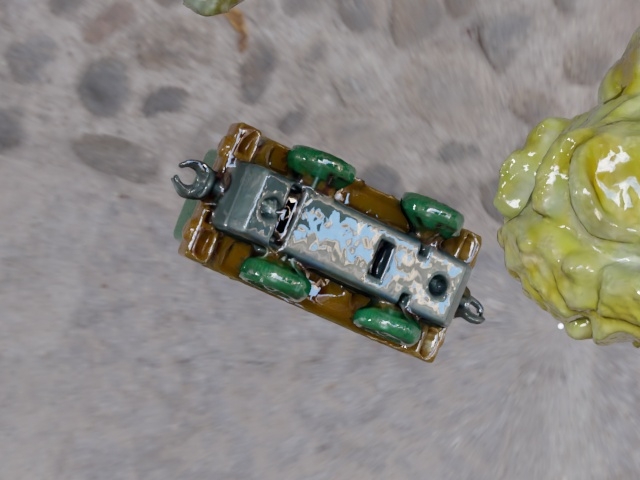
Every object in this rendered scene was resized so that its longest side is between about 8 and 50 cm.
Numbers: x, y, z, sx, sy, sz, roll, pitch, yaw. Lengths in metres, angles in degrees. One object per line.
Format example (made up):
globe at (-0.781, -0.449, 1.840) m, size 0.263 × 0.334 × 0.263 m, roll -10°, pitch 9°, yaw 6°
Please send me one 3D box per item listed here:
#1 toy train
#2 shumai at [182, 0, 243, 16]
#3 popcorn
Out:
toy train at (0.000, 0.000, 1.205) m, size 0.228 × 0.136 × 0.091 m, roll 24°, pitch 85°, yaw -26°
shumai at (-0.070, -0.152, 0.732) m, size 0.184 × 0.184 × 0.142 m, roll -26°, pitch 102°, yaw 5°
popcorn at (0.142, -0.007, 0.779) m, size 0.141 × 0.135 × 0.162 m, roll -15°, pitch 130°, yaw -9°
